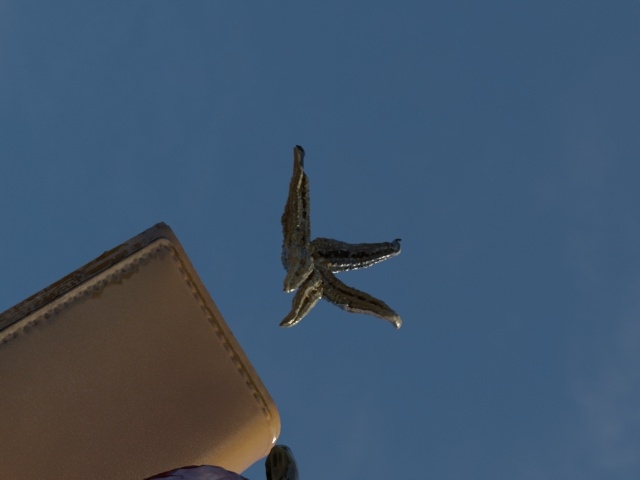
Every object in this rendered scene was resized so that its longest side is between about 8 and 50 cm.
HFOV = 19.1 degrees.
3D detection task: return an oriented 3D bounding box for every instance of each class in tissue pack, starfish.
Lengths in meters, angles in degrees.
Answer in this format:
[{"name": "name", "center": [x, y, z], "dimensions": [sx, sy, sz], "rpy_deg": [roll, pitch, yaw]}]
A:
[{"name": "tissue pack", "center": [-0.177, 0.129, 0.962], "dimensions": [0.194, 0.274, 0.145], "rpy_deg": [-34, -89, 40]}, {"name": "starfish", "center": [-0.003, 0.003, 1.211], "dimensions": [0.041, 0.133, 0.130], "rpy_deg": [-36, -117, 32]}]

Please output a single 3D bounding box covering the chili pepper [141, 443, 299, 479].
[{"name": "chili pepper", "center": [-0.047, 0.146, 0.649], "dimensions": [0.131, 0.338, 0.135], "rpy_deg": [1, -91, 29]}]
